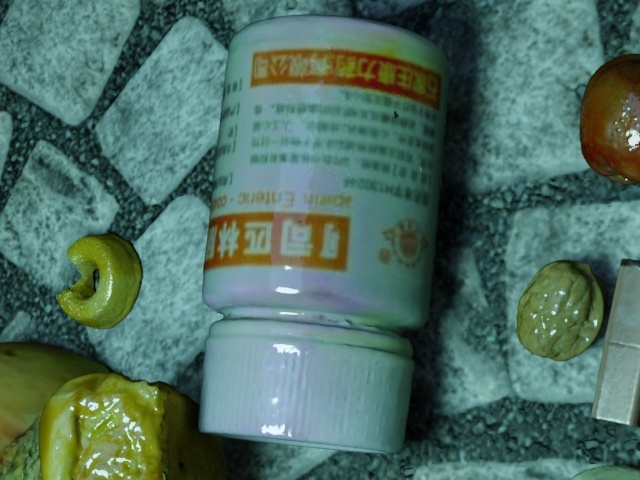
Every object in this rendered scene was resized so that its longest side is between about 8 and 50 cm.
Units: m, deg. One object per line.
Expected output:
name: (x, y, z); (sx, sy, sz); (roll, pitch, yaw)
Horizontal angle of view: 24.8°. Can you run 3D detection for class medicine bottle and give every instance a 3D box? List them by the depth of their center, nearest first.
medicine bottle: (0.000, 0.000, 1.375); (0.219, 0.219, 0.388); (2, 81, 30)

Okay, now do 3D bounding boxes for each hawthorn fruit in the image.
hawthorn fruit: (0.288, -0.106, 1.292); (0.128, 0.128, 0.128); (-7, 76, 29)

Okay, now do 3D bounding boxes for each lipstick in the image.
lipstick: (0.279, 0.092, 1.295); (0.045, 0.045, 0.145); (9, 83, 29)

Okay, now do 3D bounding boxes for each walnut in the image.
walnut: (0.220, 0.063, 1.316); (0.082, 0.079, 0.096); (36, 105, 34)

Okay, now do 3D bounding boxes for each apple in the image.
apple: (-0.381, 0.241, 1.558); (0.309, 0.314, 0.252); (11, 127, 31)

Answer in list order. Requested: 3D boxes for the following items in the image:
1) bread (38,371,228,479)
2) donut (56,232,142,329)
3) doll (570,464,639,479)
bread: (-0.169, 0.217, 1.378); (0.132, 0.294, 0.167); (-16, 75, 3)
donut: (-0.248, 0.044, 1.611); (0.097, 0.043, 0.108); (5, 86, 31)
doll: (0.319, 0.253, 1.194); (0.278, 0.149, 0.175); (-11, 106, 40)
